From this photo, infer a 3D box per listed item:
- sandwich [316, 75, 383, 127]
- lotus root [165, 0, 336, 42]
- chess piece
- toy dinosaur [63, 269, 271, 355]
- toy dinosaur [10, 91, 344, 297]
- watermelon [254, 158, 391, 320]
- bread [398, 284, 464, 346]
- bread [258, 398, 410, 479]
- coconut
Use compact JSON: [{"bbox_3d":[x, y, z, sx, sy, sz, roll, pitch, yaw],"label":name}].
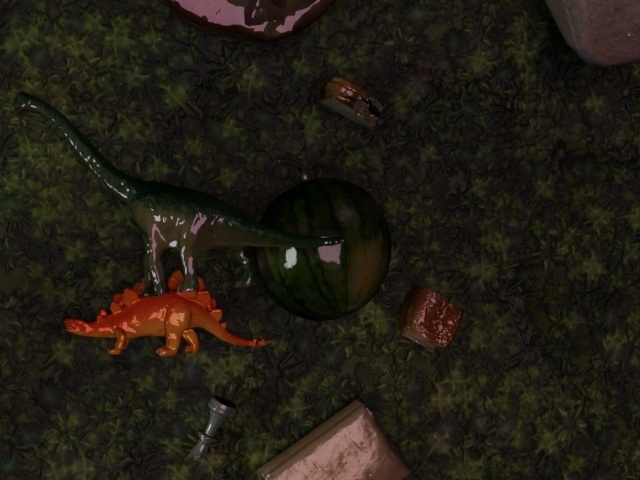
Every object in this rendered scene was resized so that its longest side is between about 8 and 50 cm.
[{"bbox_3d":[0.043,-0.192,1.614,0.093,0.105,0.036,28,88,-6],"label":"sandwich"},{"bbox_3d":[-0.114,-0.464,1.579,0.375,0.111,0.390,1,92,-8],"label":"lotus root"},{"bbox_3d":[-0.155,0.266,1.635,0.042,0.042,0.093,27,95,-9],"label":"chess piece"},{"bbox_3d":[-0.206,0.099,1.607,0.288,0.070,0.117,1,92,-14],"label":"toy dinosaur"},{"bbox_3d":[-0.191,-0.078,1.527,0.447,0.087,0.301,-8,84,15],"label":"toy dinosaur"},{"bbox_3d":[0.000,0.000,1.576,0.188,0.188,0.215,-14,76,-8],"label":"watermelon"},{"bbox_3d":[0.152,0.110,1.653,0.076,0.083,0.070,29,78,-12],"label":"bread"},{"bbox_3d":[0.022,0.326,1.652,0.178,0.060,0.139,-37,97,-6],"label":"bread"},{"bbox_3d":[0.423,-0.352,1.606,0.239,0.239,0.244,29,82,-9],"label":"coconut"}]
